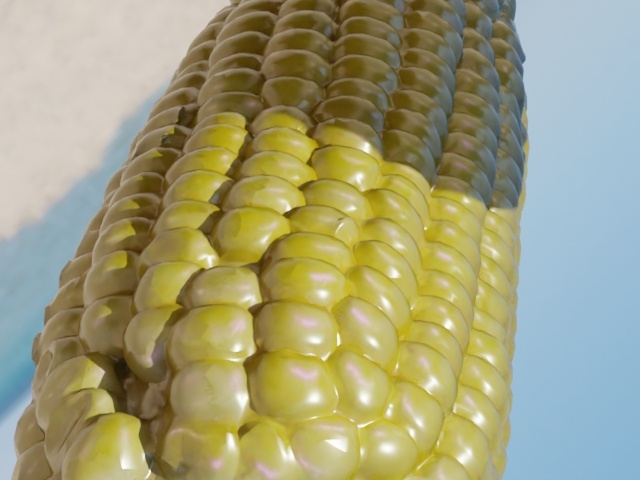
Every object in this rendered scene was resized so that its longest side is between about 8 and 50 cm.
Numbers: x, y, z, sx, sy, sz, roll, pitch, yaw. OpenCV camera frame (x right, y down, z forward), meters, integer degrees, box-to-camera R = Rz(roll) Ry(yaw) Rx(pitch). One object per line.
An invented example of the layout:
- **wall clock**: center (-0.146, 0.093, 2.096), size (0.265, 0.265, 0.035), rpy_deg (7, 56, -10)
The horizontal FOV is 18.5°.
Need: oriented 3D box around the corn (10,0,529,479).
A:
- **corn**: center (0.000, 0.000, 0.583), size (0.130, 0.130, 0.347), rpy_deg (-42, -161, 36)
